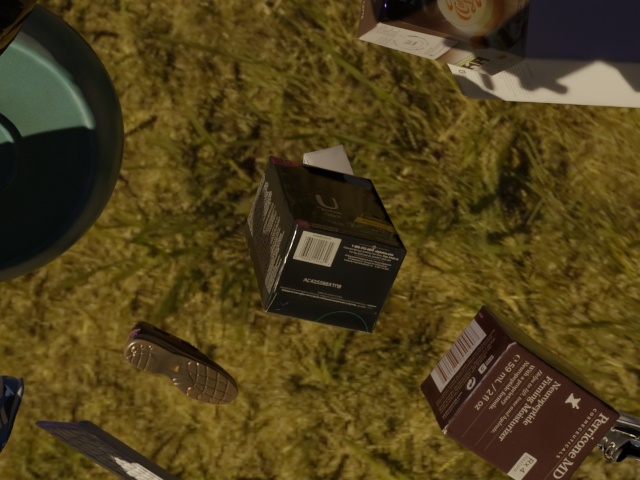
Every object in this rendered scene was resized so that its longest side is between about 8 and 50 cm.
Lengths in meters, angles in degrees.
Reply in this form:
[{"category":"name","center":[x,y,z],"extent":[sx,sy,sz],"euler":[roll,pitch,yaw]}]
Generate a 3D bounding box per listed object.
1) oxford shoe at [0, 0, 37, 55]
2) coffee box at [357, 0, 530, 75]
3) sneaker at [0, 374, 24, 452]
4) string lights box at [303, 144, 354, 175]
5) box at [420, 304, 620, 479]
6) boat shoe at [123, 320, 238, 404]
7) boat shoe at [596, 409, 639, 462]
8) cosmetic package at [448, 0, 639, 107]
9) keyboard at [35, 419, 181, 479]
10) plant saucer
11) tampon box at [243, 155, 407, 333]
[{"category":"oxford shoe","center":[-0.216,-0.097,0.507],"extent":[0.076,0.212,0.076],"euler":[34,115,-6]},{"category":"coffee box","center":[0.193,-0.359,1.455],"extent":[0.098,0.246,0.141],"euler":[163,114,-66]},{"category":"sneaker","center":[-0.490,0.269,1.415],"extent":[0.053,0.059,0.144],"euler":[-36,39,55]},{"category":"string lights box","center":[0.015,-0.050,1.733],"extent":[0.077,0.259,0.133],"euler":[-14,68,-10]},{"category":"box","center":[0.285,0.234,1.383],"extent":[0.203,0.167,0.168],"euler":[34,98,-13]},{"category":"boat shoe","center":[-0.187,0.166,1.301],"extent":[0.064,0.178,0.060],"euler":[-45,25,25]},{"category":"boat shoe","center":[0.525,0.352,1.637],"extent":[0.228,0.080,0.076],"euler":[12,47,19]},{"category":"cosmetic package","center":[0.435,-0.362,1.642],"extent":[0.385,0.156,0.217],"euler":[11,72,30]},{"category":"keyboard","center":[-0.153,0.231,0.884],"extent":[0.072,0.256,0.014],"euler":[-12,46,38]},{"category":"plant saucer","center":[-0.344,-0.085,0.908],"extent":[0.317,0.317,0.044],"euler":[-55,33,11]},{"category":"tampon box","center":[0.000,0.000,0.968],"extent":[0.161,0.120,0.101],"euler":[-111,38,-58]}]
